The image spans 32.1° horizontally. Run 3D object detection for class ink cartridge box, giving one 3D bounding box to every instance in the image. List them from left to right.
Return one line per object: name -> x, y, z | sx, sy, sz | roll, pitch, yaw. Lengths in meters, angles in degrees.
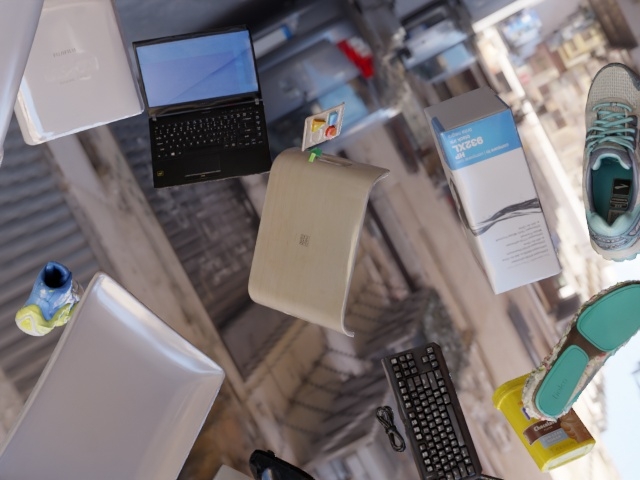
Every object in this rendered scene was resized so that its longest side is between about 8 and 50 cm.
ink cartridge box -> 0.298, -0.091, 1.944 | 0.129, 0.307, 0.223 | -20, -163, 3

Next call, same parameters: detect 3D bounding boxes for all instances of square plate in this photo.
square plate -> -0.300, 0.262, 1.543 | 0.049, 0.347, 0.344 | 13, -113, 34

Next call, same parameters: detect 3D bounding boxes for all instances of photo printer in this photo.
photo printer -> -0.513, -0.372, 2.228 | 0.256, 0.307, 0.107 | -18, -157, -13

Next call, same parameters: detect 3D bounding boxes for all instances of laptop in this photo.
laptop -> -0.228, -0.257, 2.145 | 0.234, 0.264, 0.136 | -9, 152, 1

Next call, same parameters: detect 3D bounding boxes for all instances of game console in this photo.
game console -> -0.005, 0.394, 1.512 | 0.213, 0.361, 0.044 | 13, -124, 22

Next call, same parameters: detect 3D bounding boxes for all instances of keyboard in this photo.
keyboard -> 0.128, 0.228, 1.415 | 0.108, 0.180, 0.023 | -18, 165, 0

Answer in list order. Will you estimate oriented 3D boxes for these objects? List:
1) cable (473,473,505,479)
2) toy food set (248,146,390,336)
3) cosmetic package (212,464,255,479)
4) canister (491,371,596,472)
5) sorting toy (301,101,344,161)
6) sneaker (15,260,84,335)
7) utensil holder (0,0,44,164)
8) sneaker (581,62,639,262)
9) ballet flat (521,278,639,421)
cable -> 0.379, 0.449, 1.844 | 0.287, 0.072, 0.139 | 8, -172, -6
toy food set -> 0.000, 0.000, 1.993 | 0.220, 0.306, 0.092 | 18, -169, 35
cosmetic package -> -0.185, 0.478, 1.316 | 0.377, 0.097, 0.284 | -60, -177, 45
canister -> 0.417, 0.335, 2.070 | 0.126, 0.170, 0.073 | -17, 145, -21
sorting toy -> 0.003, -0.131, 1.376 | 0.062, 0.012, 0.083 | -28, 152, -24
sneaker -> -0.489, 0.092, 2.104 | 0.126, 0.091, 0.240 | -61, -176, 18
utensil holder -> -0.593, -0.304, 1.653 | 0.328, 0.328, 0.385 | -32, 155, -56
sneaker -> 0.408, -0.120, 1.508 | 0.110, 0.283, 0.122 | -5, 162, 22
ballet flat -> 0.355, 0.143, 1.521 | 0.241, 0.091, 0.077 | -46, -172, -6
